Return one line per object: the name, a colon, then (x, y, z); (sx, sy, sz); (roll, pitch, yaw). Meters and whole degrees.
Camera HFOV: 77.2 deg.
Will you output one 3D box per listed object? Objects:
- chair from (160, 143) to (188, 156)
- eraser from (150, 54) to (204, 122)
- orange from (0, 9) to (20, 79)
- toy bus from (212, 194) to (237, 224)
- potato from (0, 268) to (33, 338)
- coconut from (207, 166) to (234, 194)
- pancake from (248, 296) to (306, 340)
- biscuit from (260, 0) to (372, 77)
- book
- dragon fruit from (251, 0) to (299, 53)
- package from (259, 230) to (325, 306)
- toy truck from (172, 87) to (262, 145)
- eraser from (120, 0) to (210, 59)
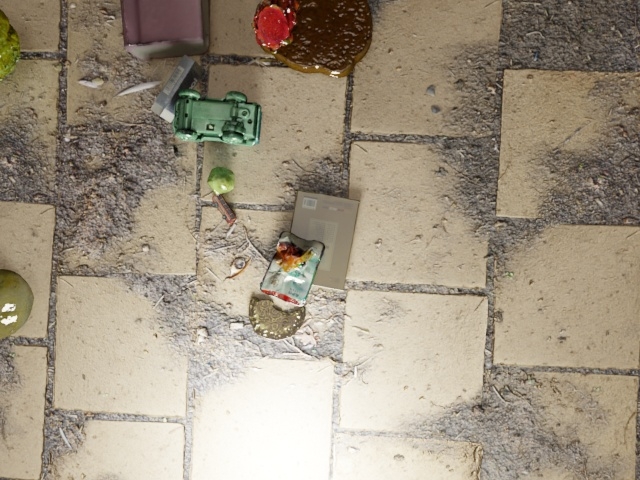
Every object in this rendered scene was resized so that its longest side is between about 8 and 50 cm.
chair: (-0.496, -0.306, 1.362); (0.086, 0.037, 0.042); (-2, 79, -1)
eraser: (-0.474, -0.502, 1.331); (0.046, 0.092, 0.212); (34, 92, 2)
orange: (-1.122, -0.628, 1.252); (0.301, 0.300, 0.223); (-35, 71, -18)
toy bus: (-0.326, -0.106, 1.358); (0.043, 0.031, 0.110); (-34, 88, -4)
potato: (-1.059, 0.210, 1.320); (0.178, 0.160, 0.235); (10, 88, -21)
coconut: (-0.331, -0.197, 1.333); (0.088, 0.088, 0.096); (12, 86, 2)
pancake: (-0.154, 0.250, 1.359); (0.184, 0.020, 0.190); (-42, 90, 3)
biscuit: (-0.021, -0.709, 1.321); (0.381, 0.074, 0.359); (-7, 89, 5)
book: (0.000, 0.000, 1.349); (0.217, 0.021, 0.310); (11, 91, 2)
dragon fruit: (-0.128, -0.694, 1.237); (0.133, 0.150, 0.207); (30, 85, -28)
package: (-0.092, 0.091, 1.325); (0.166, 0.040, 0.232); (23, 93, 2)
toy truck: (-0.331, -0.386, 1.294); (0.279, 0.156, 0.155); (5, 90, 3)
eraser: (-0.511, -0.802, 1.320); (0.272, 0.122, 0.359); (-5, 91, 1)
